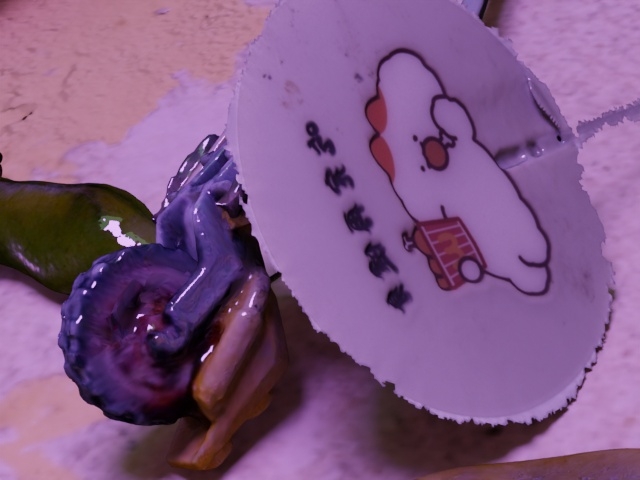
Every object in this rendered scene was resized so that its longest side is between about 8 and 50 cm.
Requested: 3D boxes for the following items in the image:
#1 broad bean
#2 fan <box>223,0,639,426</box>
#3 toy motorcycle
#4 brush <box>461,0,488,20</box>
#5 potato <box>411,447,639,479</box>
[{"bbox_3d":[-0.129,-0.007,0.801,0.061,0.046,0.195,-38,39,-27],"label":"broad bean"},{"bbox_3d":[0.090,-0.037,0.703,0.329,0.191,0.009,-23,-6,-44],"label":"fan"},{"bbox_3d":[0.000,0.000,0.694,0.229,0.130,0.094,-51,24,-24],"label":"toy motorcycle"},{"bbox_3d":[0.116,-0.163,0.933,0.060,0.068,0.297,16,44,5],"label":"brush"},{"bbox_3d":[0.068,0.108,0.538,0.138,0.070,0.091,-4,30,12],"label":"potato"}]
